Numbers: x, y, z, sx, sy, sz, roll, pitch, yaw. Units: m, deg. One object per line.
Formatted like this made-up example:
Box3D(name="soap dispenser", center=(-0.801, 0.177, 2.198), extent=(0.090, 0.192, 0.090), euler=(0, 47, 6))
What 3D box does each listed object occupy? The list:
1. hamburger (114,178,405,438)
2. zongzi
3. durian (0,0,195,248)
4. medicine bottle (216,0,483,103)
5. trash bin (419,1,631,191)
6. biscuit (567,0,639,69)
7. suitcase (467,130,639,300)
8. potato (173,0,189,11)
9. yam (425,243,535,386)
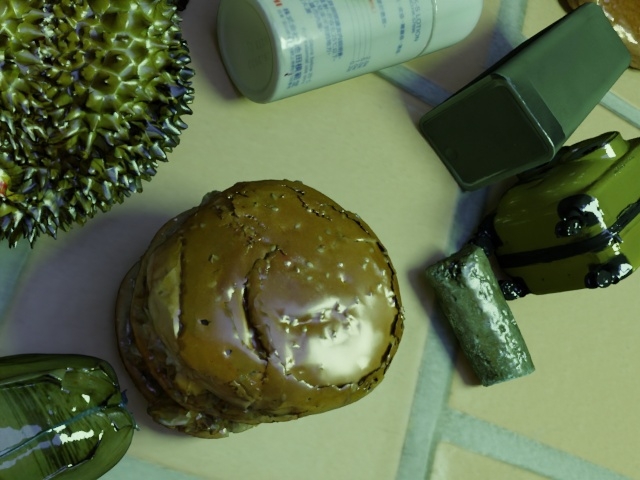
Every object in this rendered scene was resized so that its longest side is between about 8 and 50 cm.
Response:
Box3D(name="hamburger", center=(-0.053, 0.062, 0.715), extent=(0.261, 0.211, 0.245), euler=(12, 66, -20))
Box3D(name="zongzi", center=(-0.308, 0.113, 0.610), extent=(0.251, 0.125, 0.274), euler=(-28, 86, -30))
Box3D(name="durian", center=(-0.243, -0.142, 0.654), extent=(0.258, 0.258, 0.292), euler=(-11, 93, -30))
Box3D(name="medicine bottle", center=(0.054, -0.266, 0.893), extent=(0.341, 0.130, 0.130), euler=(-24, 89, -30))
Box3D(name="trash bin", center=(0.270, -0.190, 0.977), extent=(0.240, 0.164, 0.122), euler=(-41, 99, -33))
Box3D(name="biscuit", center=(0.470, -0.483, 1.207), extent=(0.350, 0.078, 0.455), euler=(-31, 94, -34))
Box3D(name="suitcase", center=(0.322, -0.036, 0.941), extent=(0.235, 0.194, 0.143), euler=(-36, 98, -29))
Box3D(name="potato", center=(-0.204, -0.384, 0.797), extent=(0.261, 0.120, 0.100), euler=(41, 56, -14))
Box3D(name="yam", center=(0.194, 0.096, 0.910), extent=(0.078, 0.078, 0.179), euler=(-27, 94, -31))
